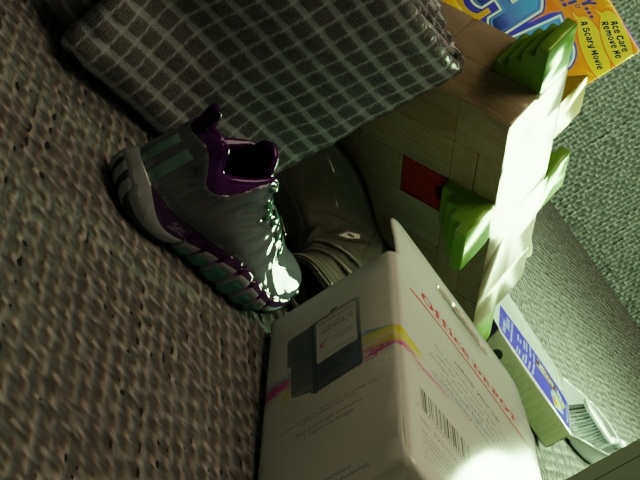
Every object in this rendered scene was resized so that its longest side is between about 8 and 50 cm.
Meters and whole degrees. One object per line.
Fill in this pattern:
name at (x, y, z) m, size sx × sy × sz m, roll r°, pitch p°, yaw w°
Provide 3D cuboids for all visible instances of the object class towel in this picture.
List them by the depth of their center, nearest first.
towel at (-0.047, -0.169, 1.109) m, size 0.283 × 0.235 × 0.121 m, roll 40°, pitch 29°, yaw -50°

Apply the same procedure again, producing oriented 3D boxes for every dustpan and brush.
dustpan and brush at (0.398, 0.277, 2.050) m, size 0.211 × 0.060 × 0.147 m, roll 50°, pitch 16°, yaw -29°

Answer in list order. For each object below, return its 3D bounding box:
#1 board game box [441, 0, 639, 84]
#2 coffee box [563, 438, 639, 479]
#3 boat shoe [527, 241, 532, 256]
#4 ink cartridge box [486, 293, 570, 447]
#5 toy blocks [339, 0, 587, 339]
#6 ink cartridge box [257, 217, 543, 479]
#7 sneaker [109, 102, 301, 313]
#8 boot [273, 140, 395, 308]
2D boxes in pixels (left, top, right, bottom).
board game box at (0.216, -0.370, 2.197) m, size 0.356 × 0.356 × 0.356 m, roll 55°, pitch 15°, yaw -14°
coffee box at (0.443, 0.371, 1.419) m, size 0.337 × 0.338 × 0.334 m, roll 43°, pitch 19°, yaw -47°
boat shoe at (0.159, -0.087, 1.932) m, size 0.324 × 0.097 × 0.116 m, roll 51°, pitch 31°, yaw -23°
ink cartridge box at (0.246, 0.137, 1.853) m, size 0.208 × 0.045 × 0.206 m, roll 58°, pitch 14°, yaw -7°
toy blocks at (0.074, -0.090, 1.360) m, size 0.261 × 0.191 × 0.381 m, roll 31°, pitch -35°, yaw 22°
ink cartridge box at (0.063, 0.151, 1.029) m, size 0.207 × 0.119 × 0.353 m, roll 53°, pitch 16°, yaw -19°
sneaker at (-0.050, -0.018, 1.044) m, size 0.223 × 0.098 × 0.083 m, roll 37°, pitch 25°, yaw -56°
boot at (0.000, 0.000, 1.236) m, size 0.246 × 0.083 × 0.161 m, roll 56°, pitch 20°, yaw -3°
